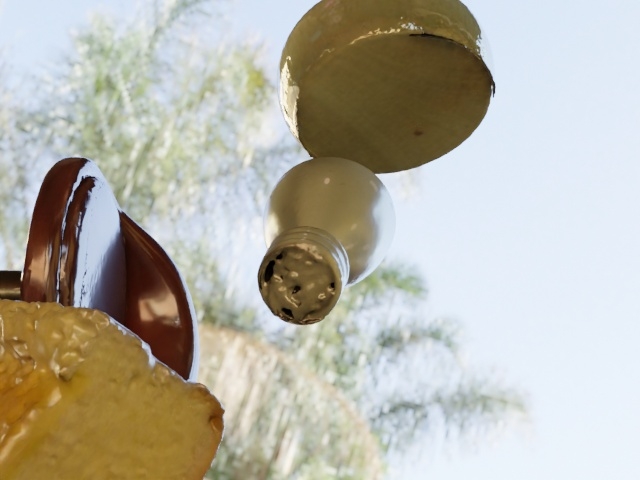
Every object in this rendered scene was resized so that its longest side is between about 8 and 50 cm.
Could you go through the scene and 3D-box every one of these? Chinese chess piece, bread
[{"bbox_3d":[0.056,-0.139,1.207,0.188,0.083,0.188,-7,-39,-6],"label":"Chinese chess piece"},{"bbox_3d":[-0.167,0.120,0.730,0.169,0.160,0.140,3,-32,43],"label":"bread"}]

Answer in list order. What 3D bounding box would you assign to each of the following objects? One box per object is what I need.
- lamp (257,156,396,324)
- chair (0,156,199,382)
[{"bbox_3d":[0.000,0.000,1.062,0.106,0.106,0.193,17,18,3],"label":"lamp"},{"bbox_3d":[-0.303,0.039,1.092,0.401,0.226,0.226,2,-28,4],"label":"chair"}]
